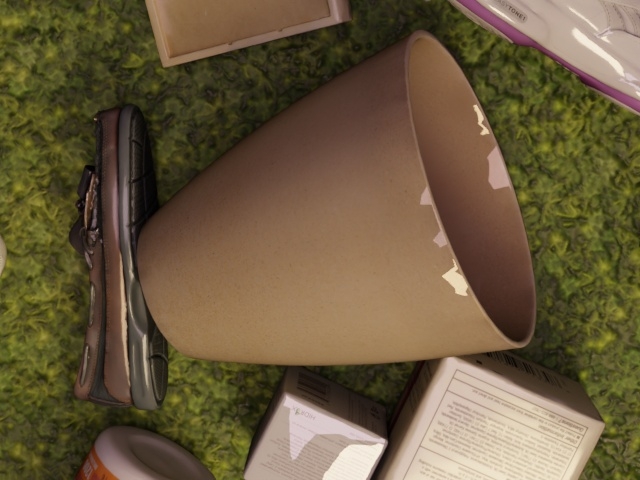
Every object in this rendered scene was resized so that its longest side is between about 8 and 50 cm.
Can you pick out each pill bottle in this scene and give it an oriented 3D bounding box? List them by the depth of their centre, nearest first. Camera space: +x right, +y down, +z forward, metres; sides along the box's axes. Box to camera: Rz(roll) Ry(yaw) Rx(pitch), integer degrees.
[{"bbox_3d":[-0.188,0.281,1.201,0.121,0.121,0.216,30,98,-4],"label":"pill bottle"}]

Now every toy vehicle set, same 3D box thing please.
[{"bbox_3d":[-0.084,-0.289,1.122,0.166,0.035,0.267,-10,100,21],"label":"toy vehicle set"}]

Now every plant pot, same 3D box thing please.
[{"bbox_3d":[0.000,0.000,1.106,0.274,0.256,0.256,-19,99,20],"label":"plant pot"}]

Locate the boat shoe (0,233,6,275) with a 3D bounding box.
[{"bbox_3d":[-0.410,0.092,1.184,0.319,0.099,0.116,-40,97,7],"label":"boat shoe"}]

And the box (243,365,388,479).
[{"bbox_3d":[-0.003,0.175,1.190,0.102,0.101,0.087,26,100,-3],"label":"box"}]

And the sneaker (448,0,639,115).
[{"bbox_3d":[0.236,-0.192,1.080,0.305,0.114,0.152,25,100,-29],"label":"sneaker"}]

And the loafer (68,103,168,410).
[{"bbox_3d":[-0.184,0.019,1.174,0.084,0.096,0.268,-2,102,7],"label":"loafer"}]

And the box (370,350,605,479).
[{"bbox_3d":[0.121,0.210,1.181,0.148,0.127,0.232,24,99,-3],"label":"box"}]
